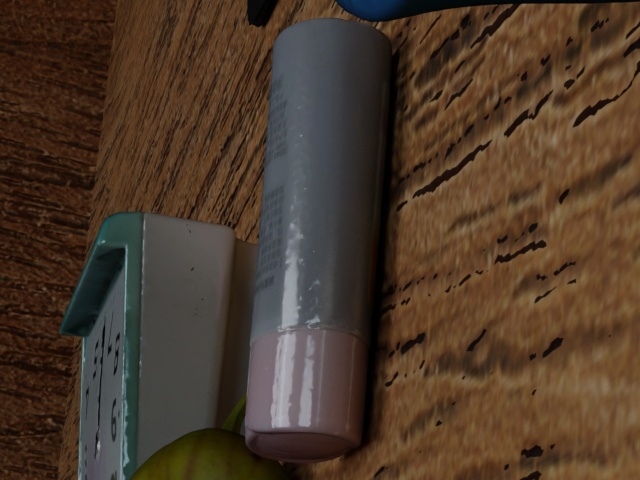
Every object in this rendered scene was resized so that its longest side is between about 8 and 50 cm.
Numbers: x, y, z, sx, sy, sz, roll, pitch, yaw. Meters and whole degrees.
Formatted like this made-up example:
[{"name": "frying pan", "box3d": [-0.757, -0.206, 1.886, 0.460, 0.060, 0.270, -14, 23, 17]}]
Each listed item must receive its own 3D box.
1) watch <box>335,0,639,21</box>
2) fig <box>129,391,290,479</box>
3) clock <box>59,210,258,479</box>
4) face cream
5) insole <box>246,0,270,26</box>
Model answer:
[{"name": "watch", "box3d": [0.047, -0.187, 0.413, 0.305, 0.241, 0.274, -126, 32, -75]}, {"name": "fig", "box3d": [-0.043, 0.134, 1.046, 0.166, 0.093, 0.093, -28, -48, -68]}, {"name": "clock", "box3d": [-0.099, 0.122, 1.234, 0.262, 0.116, 0.231, 127, 144, -71]}, {"name": "face cream", "box3d": [0.000, 0.000, 0.914, 0.084, 0.057, 0.198, 128, 147, -71]}, {"name": "insole", "box3d": [-0.013, -0.260, 1.309, 0.110, 0.012, 0.309, -91, 14, -45]}]
